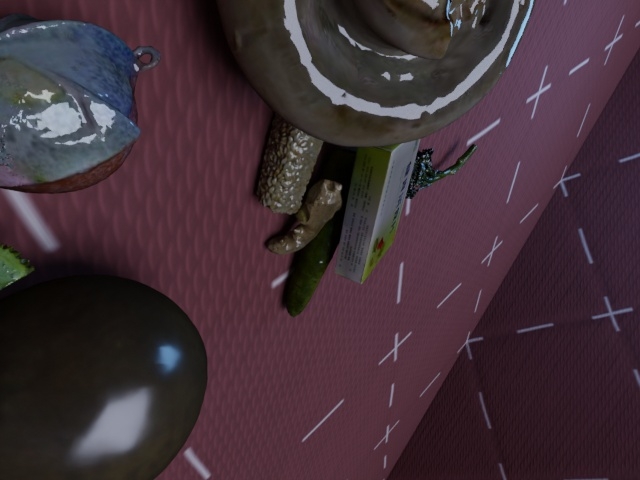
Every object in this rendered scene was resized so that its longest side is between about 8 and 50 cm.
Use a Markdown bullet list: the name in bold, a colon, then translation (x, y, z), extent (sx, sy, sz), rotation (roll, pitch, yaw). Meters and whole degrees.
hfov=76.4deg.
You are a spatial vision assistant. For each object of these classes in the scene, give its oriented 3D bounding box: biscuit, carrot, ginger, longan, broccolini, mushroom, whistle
- **biscuit**: translation (-0.044, -0.123, 0.626), extent (0.082, 0.070, 0.168), rotation (-3, 123, -42)
- **carrot**: translation (0.000, 0.000, 0.773), extent (0.074, 0.074, 0.358), rotation (-5, 121, -49)
- **ginger**: translation (-0.020, -0.034, 0.698), extent (0.070, 0.051, 0.173), rotation (11, 123, -49)
- **longan**: translation (-0.251, 0.155, 0.428), extent (0.258, 0.258, 0.257), rotation (-31, 137, -34)
- **broccolini**: translation (0.294, -0.198, 0.987), extent (0.272, 0.062, 0.123), rotation (-30, 152, -26)
- **mushroom**: translation (0.073, -0.270, 0.421), extent (0.363, 0.294, 0.361), rotation (-7, 116, -15)
- **whistle**: translation (-0.278, -0.072, 0.319), extent (0.346, 0.134, 0.142), rotation (-39, 96, -17)

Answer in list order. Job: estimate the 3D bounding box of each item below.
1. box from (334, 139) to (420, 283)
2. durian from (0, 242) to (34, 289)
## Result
- **box**: translation (0.105, -0.072, 0.741), extent (0.175, 0.062, 0.260), rotation (-43, 148, -51)
- **durian**: translation (-0.363, 0.044, 0.333), extent (0.216, 0.100, 0.086), rotation (-24, 133, -28)
